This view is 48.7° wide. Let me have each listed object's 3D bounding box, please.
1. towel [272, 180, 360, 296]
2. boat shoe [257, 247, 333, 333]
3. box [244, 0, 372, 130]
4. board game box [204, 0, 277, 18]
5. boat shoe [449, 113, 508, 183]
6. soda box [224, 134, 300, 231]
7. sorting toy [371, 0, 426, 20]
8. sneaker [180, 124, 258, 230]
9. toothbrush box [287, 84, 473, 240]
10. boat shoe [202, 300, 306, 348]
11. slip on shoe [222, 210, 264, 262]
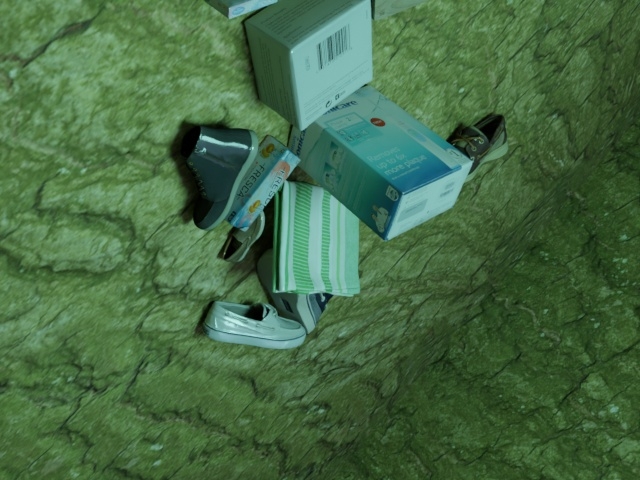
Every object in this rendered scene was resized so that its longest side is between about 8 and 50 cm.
[{"bbox_3d":[0.000,0.000,1.566,0.324,0.038,0.248,7,82,-57],"label":"towel"},{"bbox_3d":[-0.043,0.079,1.675,0.158,0.127,0.341,-52,157,-23],"label":"boat shoe"},{"bbox_3d":[-0.014,-0.322,1.211,0.181,0.119,0.182,-39,150,-20],"label":"box"},{"bbox_3d":[-0.125,-0.364,1.037,0.090,0.090,0.020,-31,146,-30],"label":"board game box"},{"bbox_3d":[0.391,-0.250,1.888,0.342,0.123,0.123,-28,131,-34],"label":"boat shoe"},{"bbox_3d":[-0.123,-0.110,1.369,0.183,0.063,0.058,-52,151,4],"label":"soda box"},{"bbox_3d":[0.151,-0.494,1.301,0.274,0.046,0.132,-26,145,-18],"label":"sorting toy"},{"bbox_3d":[-0.208,-0.115,1.251,0.118,0.083,0.222,7,128,-35],"label":"sneaker"},{"bbox_3d":[0.111,-0.162,1.394,0.216,0.295,0.126,-24,144,-37],"label":"toothbrush box"},{"bbox_3d":[-0.140,0.185,1.627,0.267,0.096,0.088,12,108,-31],"label":"boat shoe"},{"bbox_3d":[-0.160,-0.011,1.452,0.041,0.051,0.135,-7,138,-55],"label":"slip on shoe"}]
